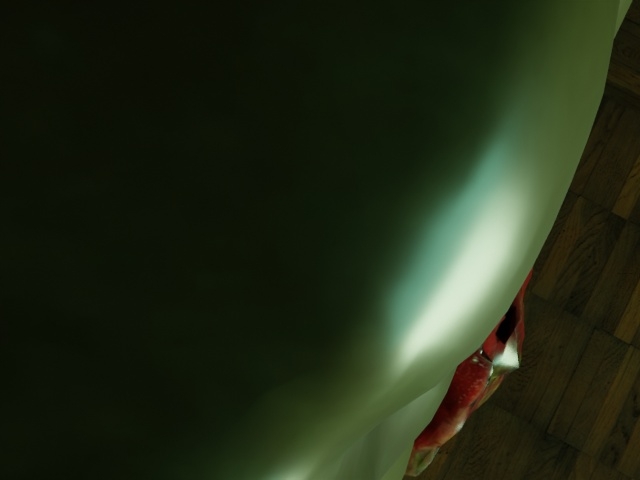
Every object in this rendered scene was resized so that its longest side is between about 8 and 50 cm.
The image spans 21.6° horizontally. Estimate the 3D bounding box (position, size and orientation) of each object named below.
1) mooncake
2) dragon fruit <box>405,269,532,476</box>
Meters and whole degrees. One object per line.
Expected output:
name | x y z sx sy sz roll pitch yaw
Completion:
mooncake | -0.069 -0.008 0.539 0.467 0.262 0.467 -63 174 -12
dragon fruit | 0.000 0.000 1.085 0.296 0.295 0.302 111 -13 -52
